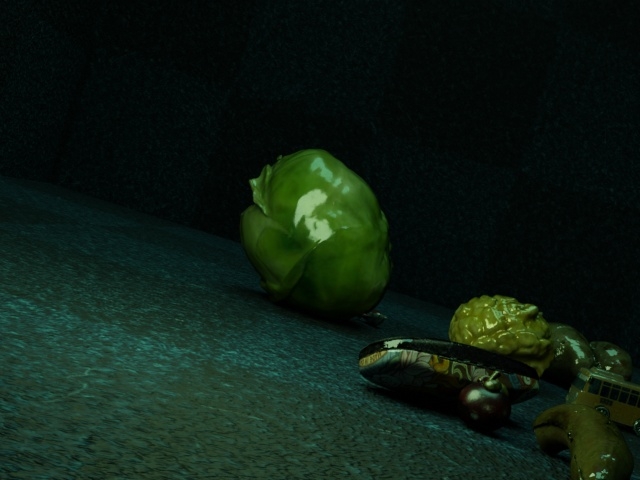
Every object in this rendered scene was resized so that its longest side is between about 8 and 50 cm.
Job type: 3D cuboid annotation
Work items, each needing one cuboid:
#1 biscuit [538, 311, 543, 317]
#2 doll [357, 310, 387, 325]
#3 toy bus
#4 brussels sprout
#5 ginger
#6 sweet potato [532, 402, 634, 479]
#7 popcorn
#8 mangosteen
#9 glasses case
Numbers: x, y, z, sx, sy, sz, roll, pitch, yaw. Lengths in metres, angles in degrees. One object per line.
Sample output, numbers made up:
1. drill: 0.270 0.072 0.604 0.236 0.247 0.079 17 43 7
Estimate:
1. biscuit: 0.528 0.257 2.264 0.045 0.154 0.299 21 5 37
2. doll: 0.136 0.200 2.161 0.057 0.039 0.114 47 -20 -18
3. toy bus: 0.600 0.324 1.697 0.182 0.103 0.091 17 1 4
4. brussels sprout: -0.006 0.011 1.967 0.342 0.425 0.361 -24 25 6
5. ginger: 0.693 0.324 2.184 0.304 0.155 0.244 25 -6 -8
6. sweet potato: 0.351 0.286 1.105 0.112 0.085 0.286 -17 8 10
7. popcorn: 0.412 0.224 1.867 0.250 0.190 0.250 11 -9 2
8. mangosteen: 0.241 0.241 1.232 0.081 0.081 0.081 17 2 -1
9. glasses case: 0.208 0.210 1.323 0.321 0.082 0.122 16 -30 -28
